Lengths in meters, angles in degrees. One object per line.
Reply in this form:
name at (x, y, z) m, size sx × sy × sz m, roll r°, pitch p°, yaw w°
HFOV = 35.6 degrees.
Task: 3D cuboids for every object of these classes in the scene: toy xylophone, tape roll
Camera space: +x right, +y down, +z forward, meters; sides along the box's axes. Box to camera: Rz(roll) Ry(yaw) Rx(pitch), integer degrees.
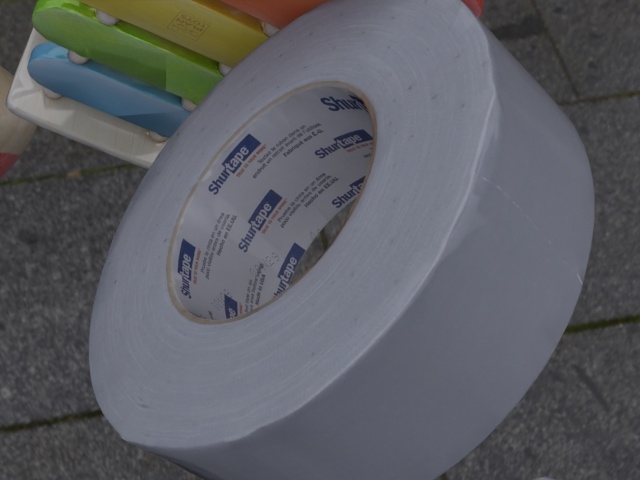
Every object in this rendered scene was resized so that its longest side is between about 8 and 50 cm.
toy xylophone at (-0.034, -0.125, 0.525) m, size 0.236 × 0.322 × 0.081 m, roll 17°, pitch 66°, yaw -18°
tape roll at (0.000, 0.000, 0.420) m, size 0.219 × 0.072 × 0.219 m, roll -31°, pitch 40°, yaw 30°

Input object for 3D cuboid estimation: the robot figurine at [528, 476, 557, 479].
robot figurine at (0.223, 0.310, 0.629) m, size 0.353 × 0.200 × 0.300 m, roll 40°, pitch 54°, yaw 0°

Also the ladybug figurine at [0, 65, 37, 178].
ladybug figurine at (-0.437, -0.125, 0.928) m, size 0.305 × 0.162 × 0.449 m, roll 9°, pitch 14°, yaw -39°
